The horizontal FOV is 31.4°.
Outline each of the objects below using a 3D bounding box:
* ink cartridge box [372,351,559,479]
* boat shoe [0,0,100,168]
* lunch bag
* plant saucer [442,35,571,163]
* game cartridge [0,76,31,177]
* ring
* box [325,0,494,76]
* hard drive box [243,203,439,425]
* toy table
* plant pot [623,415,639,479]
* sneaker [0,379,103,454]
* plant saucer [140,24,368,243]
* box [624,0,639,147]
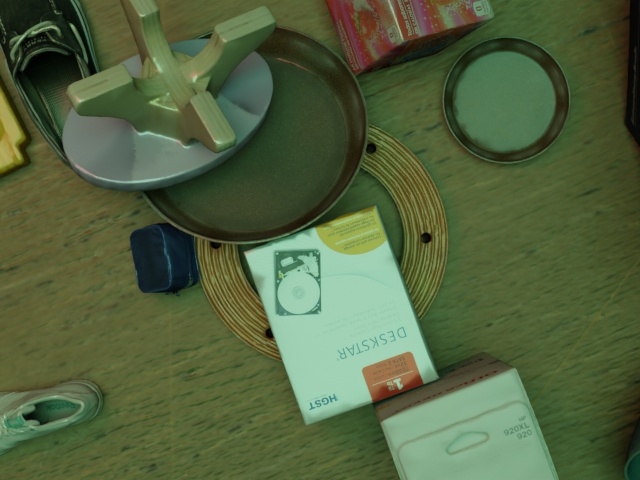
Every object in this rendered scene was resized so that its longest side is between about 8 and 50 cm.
[{"bbox_3d":[0.173,0.252,1.395,0.171,0.233,0.168,-22,89,0],"label":"ink cartridge box"},{"bbox_3d":[-0.345,-0.237,1.464,0.121,0.119,0.335,-29,89,0],"label":"boat shoe"},{"bbox_3d":[-0.198,0.025,1.481,0.067,0.065,0.098,-9,91,38],"label":"lunch bag"},{"bbox_3d":[0.245,-0.184,1.504,0.168,0.029,0.168,0,88,0],"label":"plant saucer"},{"bbox_3d":[-0.578,-0.163,1.500,0.324,0.053,0.285,-27,89,1],"label":"game cartridge"},{"bbox_3d":[0.000,0.000,1.503,0.337,0.032,0.336,0,90,0],"label":"ring"},{"bbox_3d":[0.078,-0.379,1.430,0.142,0.154,0.300,-19,90,-24],"label":"box"},{"bbox_3d":[0.027,0.092,1.441,0.181,0.089,0.232,-21,89,1],"label":"hard drive box"},{"bbox_3d":[-0.177,-0.180,1.351,0.274,0.161,0.252,-38,77,-19],"label":"toy table"},{"bbox_3d":[0.532,0.220,1.396,0.290,0.290,0.195,17,59,1],"label":"plant pot"},{"bbox_3d":[-0.393,0.231,1.470,0.212,0.094,0.080,-19,90,0],"label":"sneaker"},{"bbox_3d":[-0.092,-0.133,1.458,0.311,0.050,0.310,-1,70,4],"label":"plant saucer"},{"bbox_3d":[0.510,-0.157,1.278,0.212,0.395,0.293,-13,132,0],"label":"box"}]
